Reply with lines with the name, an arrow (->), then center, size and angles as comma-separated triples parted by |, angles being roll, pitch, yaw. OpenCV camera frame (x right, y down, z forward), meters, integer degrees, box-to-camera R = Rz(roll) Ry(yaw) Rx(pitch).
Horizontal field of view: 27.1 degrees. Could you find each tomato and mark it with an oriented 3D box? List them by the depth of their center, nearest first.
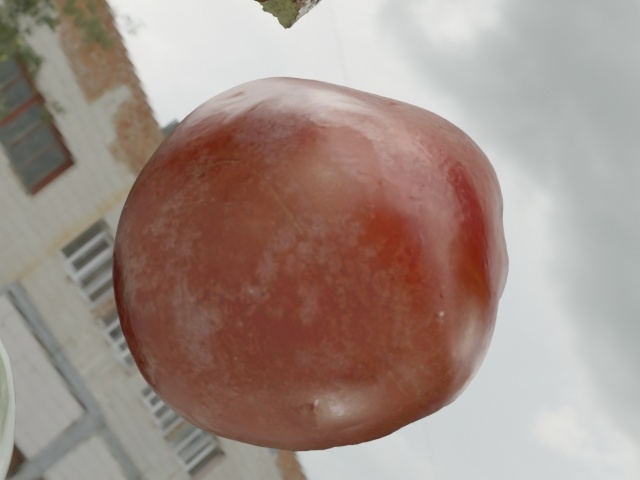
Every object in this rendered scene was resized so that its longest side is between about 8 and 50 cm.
tomato -> 0.000, 0.000, 0.589 | 0.151, 0.187, 0.187 | 63, -19, -16

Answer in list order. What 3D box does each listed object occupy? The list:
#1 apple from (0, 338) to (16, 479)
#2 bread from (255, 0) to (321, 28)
apple -> -0.392, 0.152, 0.910 | 0.357, 0.357, 0.357 | 45, -17, 17
bread -> -0.031, -0.280, 1.285 | 0.086, 0.125, 0.156 | 38, 6, 18
